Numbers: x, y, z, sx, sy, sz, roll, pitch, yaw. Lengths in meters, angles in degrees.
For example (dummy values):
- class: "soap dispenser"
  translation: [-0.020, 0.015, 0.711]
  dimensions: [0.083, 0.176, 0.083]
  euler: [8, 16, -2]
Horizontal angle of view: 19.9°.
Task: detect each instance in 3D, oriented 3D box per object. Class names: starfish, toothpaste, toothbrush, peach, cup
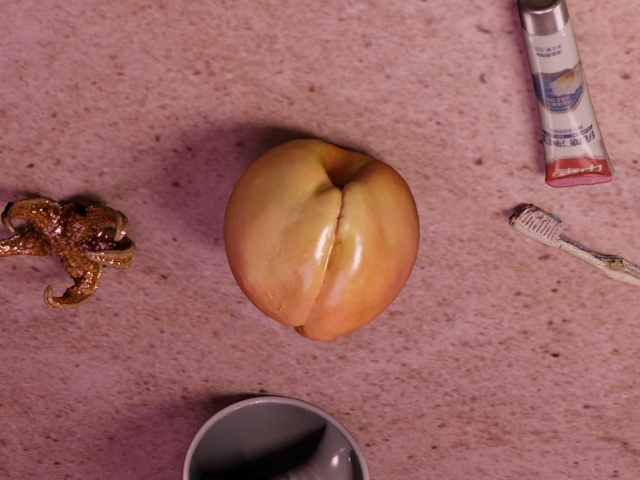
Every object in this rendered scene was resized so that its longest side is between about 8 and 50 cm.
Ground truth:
- class: "starfish"
  translation: [-0.257, 0.000, 1.811]
  dimensions: [0.146, 0.074, 0.190]
  euler: [30, 141, -23]
- class: "toothpaste"
  translation: [0.201, -0.122, 1.524]
  dimensions: [0.062, 0.039, 0.239]
  euler: [-5, 143, 14]
- class: "toothbrush"
  translation: [0.306, 0.035, 1.708]
  dimensions: [0.294, 0.026, 0.028]
  euler: [26, 128, -15]
- class: "peach"
  translation: [0.000, 0.000, 1.645]
  dimensions: [0.184, 0.184, 0.184]
  euler: [9, 144, 7]
- class: "cup"
  translation: [-0.067, 0.341, 2.093]
  dimensions: [0.205, 0.205, 0.312]
  euler: [14, 145, 0]
